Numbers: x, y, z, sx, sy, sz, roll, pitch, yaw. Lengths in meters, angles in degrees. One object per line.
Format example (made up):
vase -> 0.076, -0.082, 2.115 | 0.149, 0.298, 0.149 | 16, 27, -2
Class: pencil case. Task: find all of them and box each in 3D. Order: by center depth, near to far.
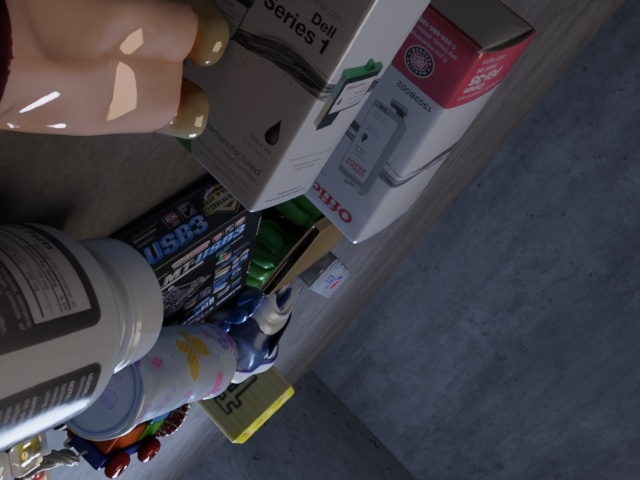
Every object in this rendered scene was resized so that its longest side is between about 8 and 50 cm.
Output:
pencil case -> -0.208, 0.169, 0.766 | 0.124, 0.113, 0.273 | -34, 168, 12

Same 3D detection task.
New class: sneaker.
sneaker -> -0.250, 0.275, 1.125 | 0.225, 0.088, 0.093 | -49, 171, 7
sneaker -> -0.114, 0.165, 1.320 | 0.236, 0.130, 0.323 | -57, 174, 9

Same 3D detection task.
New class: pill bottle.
pill bottle -> -0.271, 0.078, 0.456 | 0.176, 0.176, 0.319 | -51, 166, 21

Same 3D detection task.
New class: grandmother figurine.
grandmother figurine -> -0.196, -0.104, 0.332 | 0.342, 0.104, 0.207 | -15, 120, -60

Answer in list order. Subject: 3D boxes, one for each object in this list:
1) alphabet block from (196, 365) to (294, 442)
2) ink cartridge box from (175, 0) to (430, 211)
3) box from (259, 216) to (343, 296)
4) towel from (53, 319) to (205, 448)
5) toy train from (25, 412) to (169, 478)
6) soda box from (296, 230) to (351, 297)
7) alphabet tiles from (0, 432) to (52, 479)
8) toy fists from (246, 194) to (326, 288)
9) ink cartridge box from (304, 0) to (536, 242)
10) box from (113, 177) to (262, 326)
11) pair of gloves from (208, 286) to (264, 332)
alphabet block -> -0.201, 0.368, 1.506 | 0.193, 0.197, 0.192 | -43, 167, -11
ink cartridge box -> -0.037, -0.160, 0.492 | 0.093, 0.160, 0.219 | -28, 157, -53
box -> 0.000, 0.000, 0.979 | 0.164, 0.021, 0.201 | -51, 170, 34
towel -> -0.325, 0.266, 1.131 | 0.312, 0.056, 0.324 | -42, 166, -16
toy train -> -0.306, 0.269, 0.898 | 0.143, 0.105, 0.248 | -54, 164, 5
soda box -> -0.006, 0.061, 1.394 | 0.091, 0.098, 0.286 | -47, 167, -1
alphabet tiles -> -0.467, 0.357, 0.757 | 0.284, 0.021, 0.277 | -31, 134, -53
toy fists -> -0.044, -0.031, 1.006 | 0.279, 0.096, 0.142 | -49, 166, 22
ink cartridge box -> 0.056, -0.163, 0.659 | 0.117, 0.207, 0.283 | -33, 162, -40
box -> -0.218, 0.067, 0.817 | 0.296, 0.073, 0.293 | -38, 164, -26
pair of gloves -> -0.128, 0.107, 1.087 | 0.159, 0.023, 0.198 | -25, -166, 46
